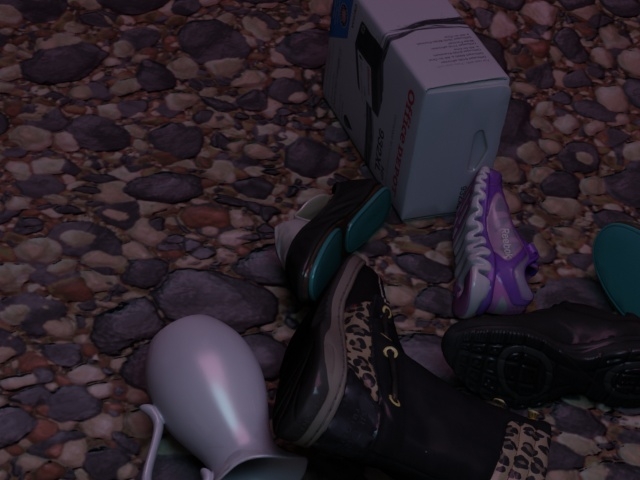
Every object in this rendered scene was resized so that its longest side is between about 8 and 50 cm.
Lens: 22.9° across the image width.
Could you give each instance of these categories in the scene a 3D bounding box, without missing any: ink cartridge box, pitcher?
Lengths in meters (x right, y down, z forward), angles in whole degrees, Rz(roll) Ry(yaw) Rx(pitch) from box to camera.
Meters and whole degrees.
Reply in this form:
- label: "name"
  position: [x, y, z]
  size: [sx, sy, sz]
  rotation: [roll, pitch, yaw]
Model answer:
- label: "ink cartridge box"
  position: [0.122, -0.209, 2.167]
  size: [0.129, 0.223, 0.307]
  rotation: [-9, 43, -20]
- label: "pitcher"
  position: [-0.135, 0.193, 1.721]
  size: [0.178, 0.125, 0.207]
  rotation: [-18, 58, -20]

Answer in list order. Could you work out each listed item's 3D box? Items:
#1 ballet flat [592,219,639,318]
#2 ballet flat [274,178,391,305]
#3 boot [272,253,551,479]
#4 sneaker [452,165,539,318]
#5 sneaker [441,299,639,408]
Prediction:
- label: "ballet flat"
  position: [0.466, 0.096, 1.955]
  size: [0.123, 0.123, 0.348]
  rotation: [-12, 36, -23]
- label: "ballet flat"
  position: [0.000, 0.000, 2.005]
  size: [0.096, 0.095, 0.280]
  rotation: [12, 28, 19]
- label: "boot"
  position: [0.104, 0.170, 1.749]
  size: [0.284, 0.138, 0.377]
  rotation: [29, 18, -5]
- label: "sneaker"
  position: [0.228, 0.009, 2.027]
  size: [0.105, 0.095, 0.236]
  rotation: [11, 49, -7]
- label: "sneaker"
  position: [0.277, 0.129, 1.898]
  size: [0.286, 0.109, 0.130]
  rotation: [8, 31, -15]
